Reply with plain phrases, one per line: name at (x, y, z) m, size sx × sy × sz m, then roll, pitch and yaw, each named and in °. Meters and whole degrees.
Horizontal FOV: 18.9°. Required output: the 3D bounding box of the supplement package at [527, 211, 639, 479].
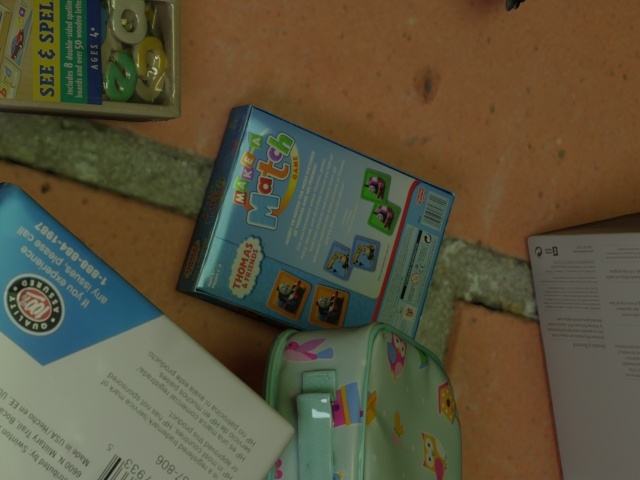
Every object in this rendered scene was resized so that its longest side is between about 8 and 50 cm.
supplement package at (0.335, 0.106, 1.694) m, size 0.198 × 0.199 × 0.262 m, roll -11°, pitch 95°, yaw -31°

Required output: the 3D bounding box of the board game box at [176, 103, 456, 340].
board game box at (0.000, 0.000, 1.589) m, size 0.211 × 0.039 × 0.160 m, roll 23°, pitch 78°, yaw -29°

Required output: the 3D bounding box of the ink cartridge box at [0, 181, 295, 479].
ink cartridge box at (-0.254, 0.200, 1.331) m, size 0.285 × 0.166 × 0.395 m, roll 43°, pitch 69°, yaw -22°

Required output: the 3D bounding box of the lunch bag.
lunch bag at (0.026, 0.202, 1.495) m, size 0.224 × 0.108 × 0.279 m, roll 31°, pitch 56°, yaw -60°

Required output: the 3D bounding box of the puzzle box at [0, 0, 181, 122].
puzzle box at (-0.214, -0.296, 1.409) m, size 0.272 × 0.052 × 0.409 m, roll 0°, pitch 89°, yaw -49°

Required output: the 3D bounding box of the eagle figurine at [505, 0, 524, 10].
eagle figurine at (0.159, -0.382, 1.632) m, size 0.226 × 0.225 × 0.298 m, roll 40°, pitch 102°, yaw 17°
